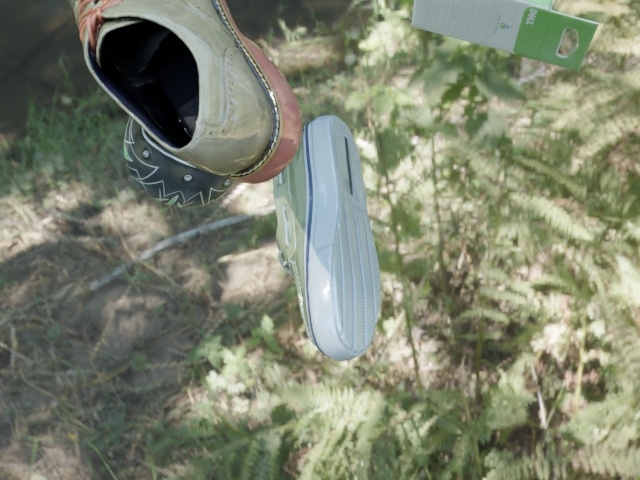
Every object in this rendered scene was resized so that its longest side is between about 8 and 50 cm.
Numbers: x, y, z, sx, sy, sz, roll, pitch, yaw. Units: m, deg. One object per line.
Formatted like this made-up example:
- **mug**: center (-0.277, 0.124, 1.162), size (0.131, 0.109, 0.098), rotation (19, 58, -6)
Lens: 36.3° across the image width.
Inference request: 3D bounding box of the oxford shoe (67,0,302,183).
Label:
- **oxford shoe**: center (-0.153, -0.194, 0.821), size (0.348, 0.130, 0.123), rotation (48, 112, 23)

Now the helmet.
- **helmet**: center (-0.170, -0.121, 1.230), size (0.169, 0.169, 0.161), rotation (14, 83, 19)

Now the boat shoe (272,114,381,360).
- **boat shoe**: center (0.000, 0.000, 1.081), size (0.094, 0.109, 0.302), rotation (-21, 52, 26)

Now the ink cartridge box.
- **ink cartridge box**: center (0.214, -0.274, 1.127), size (0.209, 0.109, 0.062), rotation (18, 71, 8)
